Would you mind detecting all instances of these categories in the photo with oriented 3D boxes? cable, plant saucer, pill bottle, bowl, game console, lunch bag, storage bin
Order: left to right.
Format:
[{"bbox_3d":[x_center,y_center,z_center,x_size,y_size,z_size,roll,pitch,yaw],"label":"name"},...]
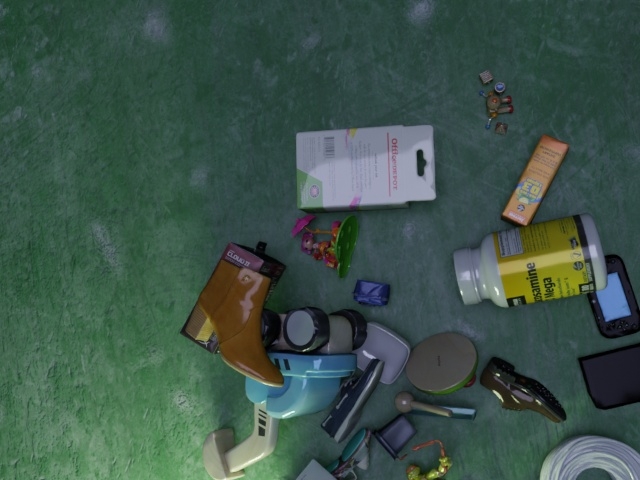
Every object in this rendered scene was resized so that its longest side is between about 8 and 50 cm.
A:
[{"bbox_3d":[0.129,0.139,1.873,0.099,0.067,0.065,8,86,12],"label":"lunch bag"},{"bbox_3d":[0.157,0.280,1.845,0.142,0.053,0.142,32,120,13],"label":"bowl"},{"bbox_3d":[0.193,0.489,1.804,0.091,0.135,0.098,-41,79,-5],"label":"storage bin"},{"bbox_3d":[0.295,0.432,1.818,0.192,0.067,0.018,3,62,10],"label":"plant saucer"},{"bbox_3d":[0.501,0.058,1.743,0.334,0.188,0.187,-13,83,17],"label":"pill bottle"},{"bbox_3d":[0.658,0.594,1.725,0.257,0.089,0.257,-13,81,6],"label":"cable"},{"bbox_3d":[0.723,0.219,1.770,0.213,0.044,0.361,-17,82,8],"label":"game console"}]

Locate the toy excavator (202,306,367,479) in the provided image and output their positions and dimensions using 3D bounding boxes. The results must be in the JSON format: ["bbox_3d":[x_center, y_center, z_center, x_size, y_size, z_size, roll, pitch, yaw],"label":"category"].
[{"bbox_3d":[-0.112,0.389,1.803,0.433,0.222,0.444,-4,81,34],"label":"toy excavator"}]

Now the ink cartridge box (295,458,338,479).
[{"bbox_3d":[-0.001,0.724,1.748,0.270,0.197,0.198,39,125,11],"label":"ink cartridge box"}]

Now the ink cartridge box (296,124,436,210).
[{"bbox_3d":[0.121,-0.183,1.875,0.354,0.119,0.207,-2,84,11],"label":"ink cartridge box"}]

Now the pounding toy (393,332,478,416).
[{"bbox_3d":[0.305,0.353,1.795,0.183,0.110,0.237,3,46,39],"label":"pounding toy"}]

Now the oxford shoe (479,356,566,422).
[{"bbox_3d":[0.499,0.387,1.788,0.227,0.083,0.096,33,111,12],"label":"oxford shoe"}]

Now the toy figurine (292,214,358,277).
[{"bbox_3d":[0.000,0.000,1.904,0.159,0.130,0.173,14,113,25],"label":"toy figurine"}]

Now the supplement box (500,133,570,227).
[{"bbox_3d":[0.539,-0.144,1.817,0.078,0.080,0.233,27,92,14],"label":"supplement box"}]

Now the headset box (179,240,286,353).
[{"bbox_3d":[-0.211,0.136,1.859,0.110,0.218,0.293,29,92,13],"label":"headset box"}]

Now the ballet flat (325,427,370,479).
[{"bbox_3d":[0.071,0.577,1.851,0.079,0.077,0.221,40,98,-7],"label":"ballet flat"}]

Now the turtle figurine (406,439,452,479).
[{"bbox_3d":[0.273,0.637,1.781,0.217,0.087,0.269,47,113,27],"label":"turtle figurine"}]

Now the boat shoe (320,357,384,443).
[{"bbox_3d":[0.081,0.396,1.837,0.079,0.095,0.254,34,113,23],"label":"boat shoe"}]

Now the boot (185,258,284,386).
[{"bbox_3d":[-0.163,0.183,1.673,0.295,0.104,0.211,30,91,21],"label":"boot"}]

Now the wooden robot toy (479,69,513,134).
[{"bbox_3d":[0.452,-0.360,1.850,0.076,0.079,0.173,-10,84,10],"label":"wooden robot toy"}]
